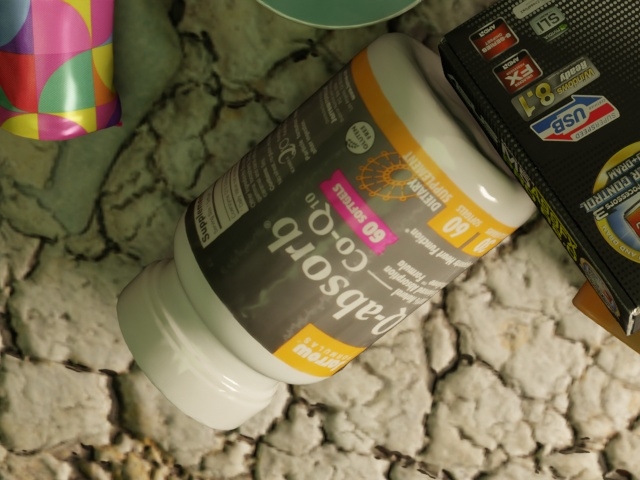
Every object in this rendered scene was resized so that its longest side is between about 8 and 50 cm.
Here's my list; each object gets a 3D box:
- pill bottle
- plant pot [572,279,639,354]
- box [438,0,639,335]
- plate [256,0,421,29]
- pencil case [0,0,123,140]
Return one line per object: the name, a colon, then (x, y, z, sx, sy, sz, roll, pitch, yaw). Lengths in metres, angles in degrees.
pill bottle: (0.000, 0.000, 1.050, 0.278, 0.162, 0.162, -41, 100, 19)
plant pot: (0.307, 0.026, 1.015, 0.205, 0.205, 0.188, 35, 94, -6)
box: (0.243, -0.103, 0.942, 0.270, 0.060, 0.216, -32, 71, -1)
plate: (0.012, -0.238, 1.035, 0.188, 0.024, 0.188, 2, 109, 7)
pencil case: (-0.187, -0.185, 1.044, 0.104, 0.104, 0.236, 4, 112, 6)
